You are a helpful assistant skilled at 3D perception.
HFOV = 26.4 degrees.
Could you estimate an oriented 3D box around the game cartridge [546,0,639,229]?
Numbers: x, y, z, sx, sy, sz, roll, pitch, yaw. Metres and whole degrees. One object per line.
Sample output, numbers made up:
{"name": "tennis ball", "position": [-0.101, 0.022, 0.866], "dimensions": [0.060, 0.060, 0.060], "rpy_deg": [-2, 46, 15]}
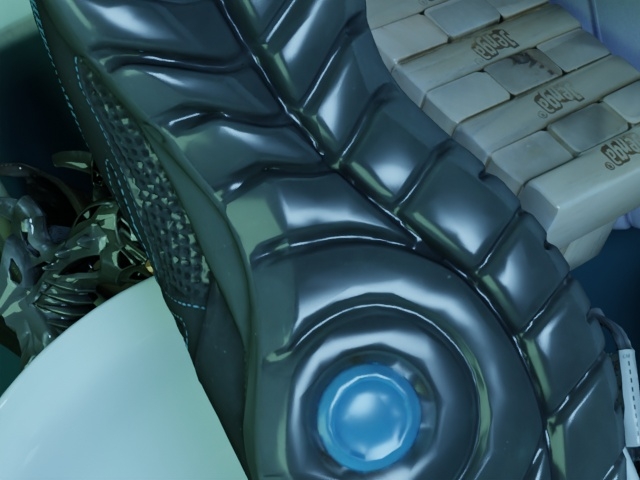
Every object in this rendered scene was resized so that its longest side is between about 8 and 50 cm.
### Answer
{"name": "game cartridge", "position": [0.164, -0.173, 0.481], "dimensions": [0.230, 0.068, 0.355], "rpy_deg": [0, 113, 34]}

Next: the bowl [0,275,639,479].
{"name": "bowl", "position": [-0.006, 0.161, 0.579], "dimensions": [0.298, 0.298, 0.134], "rpy_deg": [29, 167, 23]}

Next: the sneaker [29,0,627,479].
{"name": "sneaker", "position": [0.000, 0.000, 0.485], "dimensions": [0.341, 0.125, 0.139], "rpy_deg": [67, 168, -4]}

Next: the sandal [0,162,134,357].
{"name": "sandal", "position": [-0.149, 0.025, 0.820], "dimensions": [0.303, 0.086, 0.120], "rpy_deg": [50, 147, -18]}

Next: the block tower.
{"name": "block tower", "position": [-0.003, -0.107, 0.574], "dimensions": [0.335, 0.091, 0.097], "rpy_deg": [46, 143, 25]}

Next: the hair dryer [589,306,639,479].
{"name": "hair dryer", "position": [0.185, 0.105, 0.550], "dimensions": [0.293, 0.080, 0.224], "rpy_deg": [-20, 69, 53]}

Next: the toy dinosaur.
{"name": "toy dinosaur", "position": [-0.041, -0.019, 0.695], "dimensions": [0.218, 0.164, 0.322], "rpy_deg": [-25, 78, 29]}
